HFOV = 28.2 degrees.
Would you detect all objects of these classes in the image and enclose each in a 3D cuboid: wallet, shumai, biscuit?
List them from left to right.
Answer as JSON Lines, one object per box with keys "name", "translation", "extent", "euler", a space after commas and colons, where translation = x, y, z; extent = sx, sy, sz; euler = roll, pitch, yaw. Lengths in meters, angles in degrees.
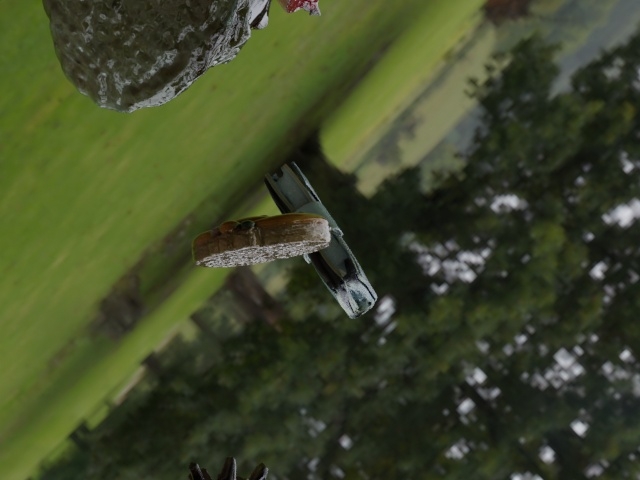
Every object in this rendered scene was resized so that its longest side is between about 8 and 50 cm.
{"name": "shumai", "translation": [-0.168, -0.318, 1.560], "extent": [0.288, 0.292, 0.330], "euler": [-39, 150, -72]}
{"name": "biscuit", "translation": [-0.075, -0.006, 1.484], "extent": [0.170, 0.050, 0.170], "euler": [-9, 172, -1]}
{"name": "wallet", "translation": [0.000, 0.000, 2.121], "extent": [0.075, 0.250, 0.176], "euler": [-32, 158, 0]}

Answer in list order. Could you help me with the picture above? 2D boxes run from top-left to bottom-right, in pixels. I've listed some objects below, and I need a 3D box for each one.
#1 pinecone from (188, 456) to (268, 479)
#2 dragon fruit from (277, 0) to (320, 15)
{"name": "pinecone", "translation": [-0.121, 0.373, 1.584], "extent": [0.202, 0.201, 0.229], "euler": [-15, 155, -39]}
{"name": "dragon fruit", "translation": [0.006, -0.526, 1.840], "extent": [0.371, 0.249, 0.386], "euler": [-46, -178, 31]}
